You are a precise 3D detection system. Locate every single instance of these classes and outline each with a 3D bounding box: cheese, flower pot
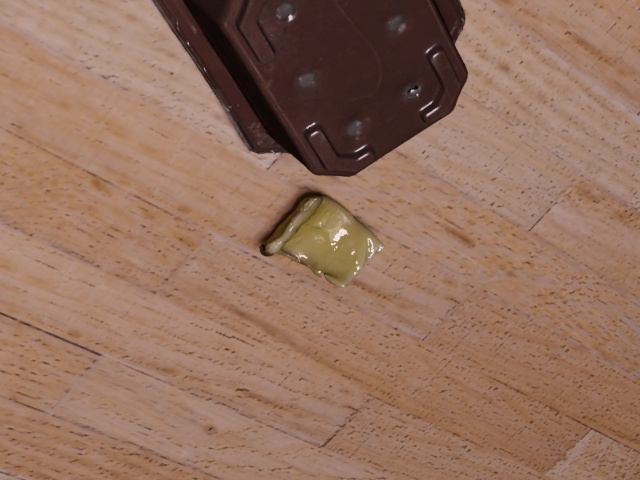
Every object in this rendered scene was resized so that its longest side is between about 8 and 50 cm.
[{"bbox_3d":[0.000,0.000,1.326,0.084,0.041,0.060,31,101,-32],"label":"cheese"},{"bbox_3d":[0.006,-0.139,1.175,0.179,0.084,0.251,-33,136,0],"label":"flower pot"}]
